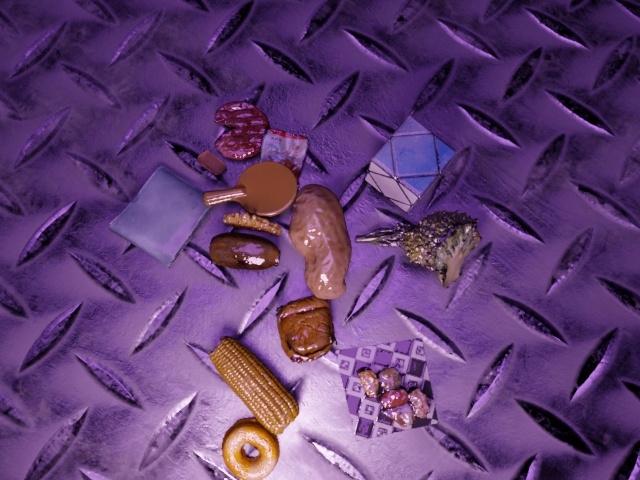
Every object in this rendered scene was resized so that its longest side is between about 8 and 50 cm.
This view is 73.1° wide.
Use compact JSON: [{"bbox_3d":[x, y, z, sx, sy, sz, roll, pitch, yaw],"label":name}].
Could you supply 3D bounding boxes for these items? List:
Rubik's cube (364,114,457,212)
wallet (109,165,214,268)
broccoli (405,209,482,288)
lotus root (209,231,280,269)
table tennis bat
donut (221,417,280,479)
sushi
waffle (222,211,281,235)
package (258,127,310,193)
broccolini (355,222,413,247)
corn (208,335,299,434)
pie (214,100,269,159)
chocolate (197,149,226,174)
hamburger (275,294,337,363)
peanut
[{"bbox_3d":[0.294,-0.247,1.441,0.205,0.207,0.205,40,80,7],"label":"Rubik's cube"},{"bbox_3d":[-0.535,-0.087,1.476,0.252,0.054,0.290,32,79,3],"label":"wallet"},{"bbox_3d":[0.388,0.009,1.424,0.243,0.272,0.180,-27,48,-18],"label":"broccoli"},{"bbox_3d":[-0.250,0.036,1.422,0.242,0.124,0.122,4,90,0],"label":"lotus root"},{"bbox_3d":[-0.236,-0.166,1.448,0.322,0.050,0.198,-10,75,1],"label":"table tennis bat"},{"bbox_3d":[-0.219,0.654,1.337,0.174,0.074,0.190,-34,83,-7],"label":"donut"},{"bbox_3d":[0.220,0.474,1.386,0.295,0.059,0.291,-11,80,-2],"label":"sushi"},{"bbox_3d":[-0.230,-0.053,1.461,0.192,0.161,0.046,19,75,-28],"label":"waffle"},{"bbox_3d":[-0.137,-0.268,1.504,0.166,0.040,0.231,14,89,-9],"label":"package"},{"bbox_3d":[0.224,-0.009,1.469,0.203,0.068,0.091,-9,100,-2],"label":"broccolini"},{"bbox_3d":[-0.211,0.446,1.350,0.344,0.131,0.131,44,82,7],"label":"corn"},{"bbox_3d":[-0.283,-0.389,1.536,0.205,0.054,0.218,10,78,1],"label":"pie"},{"bbox_3d":[-0.383,-0.270,1.522,0.101,0.031,0.064,35,63,1],"label":"chocolate"},{"bbox_3d":[-0.044,0.284,1.382,0.184,0.130,0.205,-13,78,-6],"label":"hamburger"},{"bbox_3d":[0.000,0.000,1.407,0.193,0.169,0.386,-9,81,-18],"label":"peanut"}]
